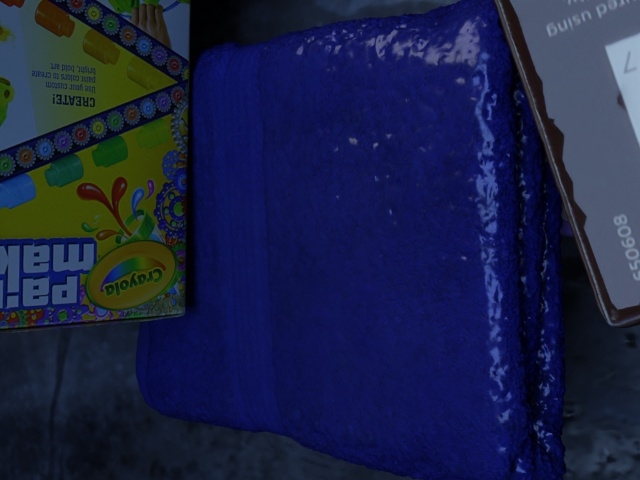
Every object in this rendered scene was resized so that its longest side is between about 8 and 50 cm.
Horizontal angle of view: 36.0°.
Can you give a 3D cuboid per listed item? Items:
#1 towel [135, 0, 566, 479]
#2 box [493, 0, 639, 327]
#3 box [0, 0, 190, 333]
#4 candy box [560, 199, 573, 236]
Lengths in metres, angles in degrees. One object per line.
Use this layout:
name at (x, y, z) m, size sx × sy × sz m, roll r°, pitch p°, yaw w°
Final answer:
towel at (0.000, 0.000, 0.536) m, size 0.308 × 0.076 × 0.228 m, roll 2°, pitch 97°, yaw 49°
box at (0.170, -0.079, 0.356) m, size 0.168 × 0.203 × 0.167 m, roll -21°, pitch 84°, yaw 23°
box at (-0.234, -0.099, 0.588) m, size 0.289 × 0.177 × 0.279 m, roll 5°, pitch 94°, yaw 45°
candy box at (0.211, -0.087, 0.488) m, size 0.164 × 0.070 × 0.196 m, roll 11°, pitch 96°, yaw 24°
